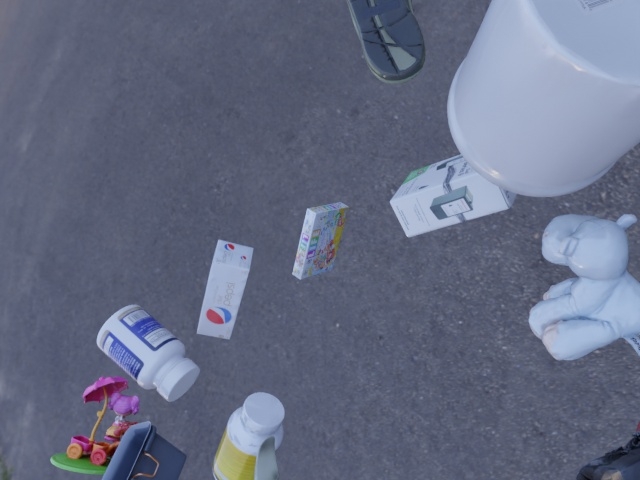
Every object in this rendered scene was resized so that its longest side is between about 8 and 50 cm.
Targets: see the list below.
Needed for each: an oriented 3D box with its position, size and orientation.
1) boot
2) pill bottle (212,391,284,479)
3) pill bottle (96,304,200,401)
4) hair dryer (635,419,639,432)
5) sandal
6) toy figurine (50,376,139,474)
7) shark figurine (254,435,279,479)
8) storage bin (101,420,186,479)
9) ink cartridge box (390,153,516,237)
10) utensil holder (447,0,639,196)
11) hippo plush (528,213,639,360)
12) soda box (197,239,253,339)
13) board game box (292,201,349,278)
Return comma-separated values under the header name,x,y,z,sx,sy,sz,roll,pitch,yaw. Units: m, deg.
name,x,y,z,sx,sy,sz,roll,pitch,yaw
boot,0.774,0.473,1.296,0.146,0.445,0.367,52,162,29
pill bottle,-0.126,0.364,1.037,0.103,0.103,0.184,53,132,40
pill bottle,-0.331,0.222,1.117,0.187,0.112,0.112,37,111,17
hair dryer,0.883,0.542,1.452,0.080,0.294,0.223,-30,70,58
sandal,0.106,-0.376,0.956,0.120,0.086,0.302,-8,67,13
toy figurine,-0.378,0.328,1.035,0.173,0.130,0.159,8,78,14
shark figurine,-0.016,0.369,0.752,0.166,0.279,0.116,-87,19,-47
storage bin,-0.268,0.363,0.886,0.098,0.091,0.135,-25,34,38
ink cartridge box,0.361,-0.139,1.517,0.289,0.211,0.121,-18,110,35
utensil holder,0.394,-0.277,0.872,0.385,0.328,0.327,89,-179,-77
hippo plush,0.495,0.080,1.078,0.235,0.236,0.294,-30,19,-1
soda box,-0.195,0.105,1.162,0.069,0.074,0.216,-87,14,-49
board game box,0.000,0.000,1.204,0.026,0.104,0.154,32,121,34
